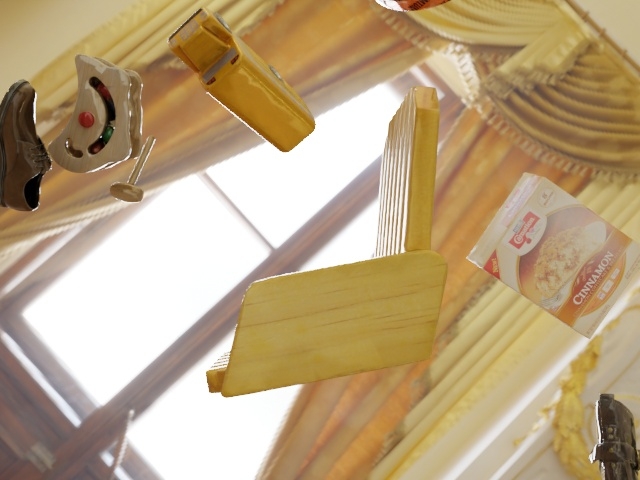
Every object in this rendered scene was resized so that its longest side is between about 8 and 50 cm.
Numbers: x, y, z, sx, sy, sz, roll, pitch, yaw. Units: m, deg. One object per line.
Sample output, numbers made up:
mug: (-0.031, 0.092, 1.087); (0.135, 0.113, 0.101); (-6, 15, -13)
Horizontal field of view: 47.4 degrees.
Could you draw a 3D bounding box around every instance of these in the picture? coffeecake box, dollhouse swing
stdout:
coffeecake box: (0.316, 0.019, 0.976); (0.185, 0.142, 0.068); (32, 5, -11)
dollhouse swing: (0.000, 0.000, 0.925); (0.347, 0.315, 0.305); (134, -54, -88)

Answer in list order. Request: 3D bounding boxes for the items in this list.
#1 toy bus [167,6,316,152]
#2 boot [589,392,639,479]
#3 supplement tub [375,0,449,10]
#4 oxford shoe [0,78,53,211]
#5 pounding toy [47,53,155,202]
toy bus: (-0.151, -0.314, 1.465); (0.332, 0.108, 0.130); (35, 22, -50)
boot: (0.417, 0.352, 0.990); (0.091, 0.229, 0.263); (-6, -39, 21)
supplement tub: (0.039, -0.360, 0.616); (0.207, 0.207, 0.338); (42, 3, 34)
oxford shoe: (-0.492, -0.157, 1.231); (0.096, 0.227, 0.083); (16, 24, 7)
pounding toy: (-0.410, -0.209, 1.379); (0.155, 0.154, 0.270); (-61, 153, -79)
